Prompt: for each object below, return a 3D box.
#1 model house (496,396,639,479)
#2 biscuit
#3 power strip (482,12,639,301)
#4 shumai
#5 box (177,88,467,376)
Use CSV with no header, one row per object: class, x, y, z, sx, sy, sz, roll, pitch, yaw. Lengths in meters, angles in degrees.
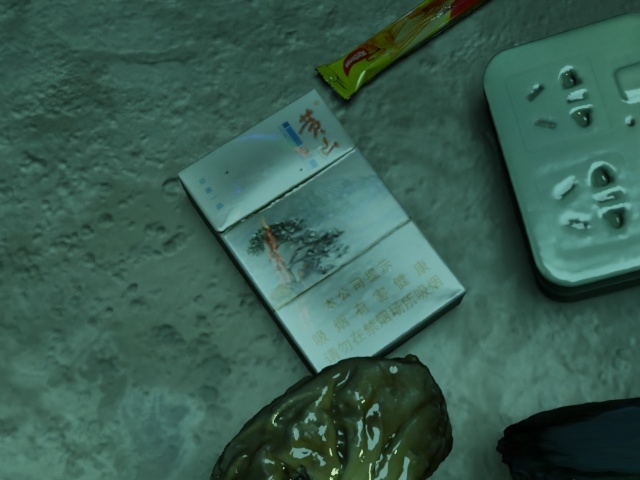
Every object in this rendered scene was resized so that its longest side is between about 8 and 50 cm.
model house,0.298,0.286,0.710,0.298,0.360,0.339,-10,86,5
biscuit,0.124,-0.229,1.004,0.292,0.026,0.048,-36,58,-12
power strip,0.298,-0.081,0.929,0.261,0.141,0.229,-16,73,8
shumai,0.030,0.199,0.778,0.206,0.166,0.175,-39,48,6
box,0.000,-0.001,0.909,0.149,0.067,0.233,-34,77,-11
